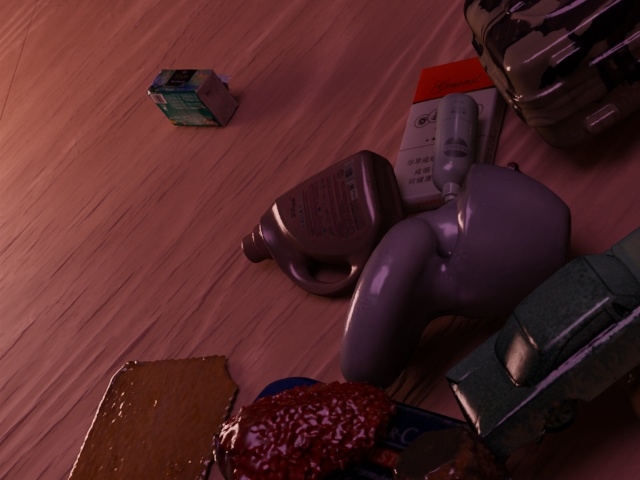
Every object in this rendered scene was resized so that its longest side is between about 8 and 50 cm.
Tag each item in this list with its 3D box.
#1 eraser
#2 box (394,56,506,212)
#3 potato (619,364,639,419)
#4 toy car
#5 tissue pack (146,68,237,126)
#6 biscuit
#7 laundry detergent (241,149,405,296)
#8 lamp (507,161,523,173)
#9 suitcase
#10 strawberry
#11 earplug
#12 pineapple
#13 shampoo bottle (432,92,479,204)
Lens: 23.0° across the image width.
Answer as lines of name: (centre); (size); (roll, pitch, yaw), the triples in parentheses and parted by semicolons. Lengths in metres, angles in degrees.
eraser: (0.048, 0.249, 1.759); (0.332, 0.101, 0.155); (13, 61, 44)
box: (0.175, -0.145, 2.102); (0.139, 0.035, 0.245); (-10, 46, 31)
potato: (0.367, 0.143, 1.634); (0.107, 0.080, 0.170); (-17, 40, 7)
toy car: (0.275, 0.089, 1.623); (0.321, 0.097, 0.141); (-38, 29, 7)
tissue pack: (-0.192, -0.228, 2.434); (0.111, 0.085, 0.079); (5, 54, 42)
biscuit: (-0.218, 0.249, 2.039); (0.232, 0.013, 0.236); (-7, 49, 34)
laundry detergent: (0.000, 0.000, 2.061); (0.237, 0.076, 0.171); (-29, 58, 30)
lamp: (0.226, -0.056, 1.979); (0.083, 0.031, 0.063); (-38, 37, 8)
suitcase: (0.363, -0.300, 1.988); (0.352, 0.194, 0.339); (-33, 32, 5)
strawberry: (-0.032, 0.200, 1.722); (0.208, 0.087, 0.167); (-40, 37, -4)
earplug: (0.147, 0.048, 1.824); (0.326, 0.214, 0.175); (-39, 74, -1)
pineapple: (0.151, 0.278, 1.578); (0.108, 0.197, 0.108); (-25, 25, 12)
shampoo bottle: (0.170, -0.100, 1.994); (0.056, 0.056, 0.195); (-16, 46, 26)
